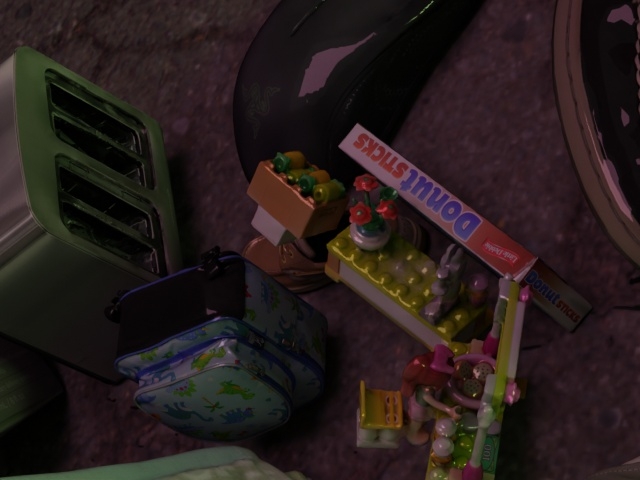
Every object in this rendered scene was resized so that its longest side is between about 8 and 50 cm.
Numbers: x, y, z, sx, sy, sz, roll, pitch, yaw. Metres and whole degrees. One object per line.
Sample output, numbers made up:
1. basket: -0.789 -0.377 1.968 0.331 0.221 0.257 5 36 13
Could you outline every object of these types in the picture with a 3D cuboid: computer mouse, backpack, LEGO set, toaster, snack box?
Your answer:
1. computer mouse: 0.020 -0.151 1.149 0.188 0.072 0.272 28 85 46
2. backpack: -0.054 0.071 1.049 0.105 0.114 0.084 -24 52 32
3. LEGO set: 0.048 0.038 0.941 0.132 0.107 0.287 -8 54 -9
4. toaster: -0.179 -0.019 1.164 0.110 0.185 0.168 -36 46 26
5. snack box: 0.080 -0.010 1.017 0.022 0.064 0.178 -50 44 1

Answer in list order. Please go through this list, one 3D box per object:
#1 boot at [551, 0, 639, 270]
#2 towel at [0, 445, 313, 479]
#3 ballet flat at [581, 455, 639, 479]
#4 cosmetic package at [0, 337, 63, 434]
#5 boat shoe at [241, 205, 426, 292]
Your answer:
1. boot: 0.257 -0.178 0.855 0.284 0.138 0.377 -34 36 53
2. towel: -0.100 0.228 0.839 0.320 0.374 0.090 43 130 46
3. ballet flat: 0.188 0.126 0.852 0.213 0.072 0.068 -18 27 32
4. cosmetic package: -0.296 0.043 1.184 0.107 0.127 0.238 -34 90 20
5. boat shoe: 0.000 0.000 1.094 0.135 0.045 0.050 -11 58 36
